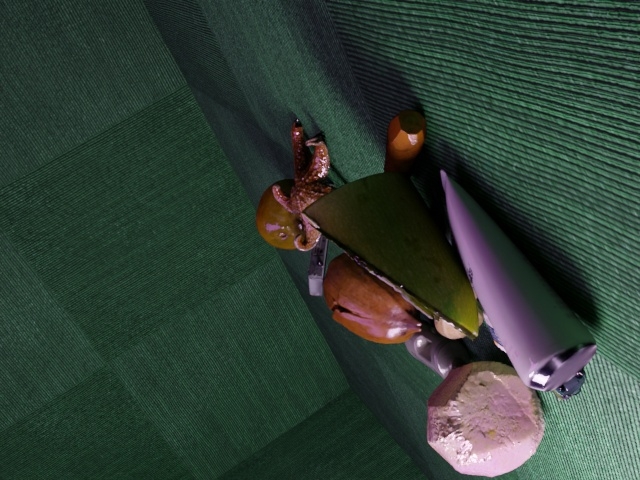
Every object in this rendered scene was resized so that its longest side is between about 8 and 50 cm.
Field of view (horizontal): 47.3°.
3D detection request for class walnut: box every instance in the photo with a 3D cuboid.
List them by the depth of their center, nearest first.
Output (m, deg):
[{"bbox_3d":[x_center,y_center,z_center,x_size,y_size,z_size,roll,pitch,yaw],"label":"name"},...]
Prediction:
[{"bbox_3d":[0.137,0.148,1.820,0.336,0.209,0.209,32,154,49],"label":"walnut"}]

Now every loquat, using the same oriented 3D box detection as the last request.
[{"bbox_3d":[-0.101,-0.083,2.221,0.213,0.213,0.246,62,166,-21],"label":"loquat"}]

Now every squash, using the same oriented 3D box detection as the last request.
[{"bbox_3d":[0.136,0.060,1.267,0.308,0.210,0.233,67,-172,17],"label":"squash"}]

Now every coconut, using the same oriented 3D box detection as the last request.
[{"bbox_3d":[0.326,0.372,1.517,0.233,0.233,0.245,55,166,14],"label":"coconut"}]

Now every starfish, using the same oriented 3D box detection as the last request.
[{"bbox_3d":[-0.023,-0.141,1.841,0.312,0.113,0.303,50,135,37],"label":"starfish"}]

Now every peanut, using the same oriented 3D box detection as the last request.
[{"bbox_3d":[0.266,0.126,1.429,0.099,0.090,0.214,38,162,33],"label":"peanut"}]

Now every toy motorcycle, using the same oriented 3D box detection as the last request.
[{"bbox_3d":[0.371,0.187,1.217,0.173,0.058,0.100,54,175,8],"label":"toy motorcycle"}]

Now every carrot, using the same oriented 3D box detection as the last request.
[{"bbox_3d":[0.140,-0.144,1.303,0.066,0.066,0.314,55,171,13],"label":"carrot"}]

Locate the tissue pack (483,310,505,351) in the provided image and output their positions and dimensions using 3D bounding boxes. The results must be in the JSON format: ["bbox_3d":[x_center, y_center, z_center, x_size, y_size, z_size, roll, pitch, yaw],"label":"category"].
[{"bbox_3d":[0.338,0.164,1.340,0.083,0.042,0.062,63,171,-25],"label":"tissue pack"}]

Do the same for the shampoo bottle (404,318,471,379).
[{"bbox_3d":[0.290,0.271,1.753,0.118,0.087,0.234,61,169,-19],"label":"shampoo bottle"}]

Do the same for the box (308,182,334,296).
[{"bbox_3d":[0.001,0.000,1.976,0.211,0.045,0.270,89,-172,-73],"label":"box"}]

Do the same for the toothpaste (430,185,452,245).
[{"bbox_3d":[0.224,0.000,1.371,0.234,0.057,0.089,82,175,-56],"label":"toothpaste"}]

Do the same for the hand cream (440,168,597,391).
[{"bbox_3d":[0.280,0.060,1.134,0.358,0.118,0.185,61,-179,34],"label":"hand cream"}]
